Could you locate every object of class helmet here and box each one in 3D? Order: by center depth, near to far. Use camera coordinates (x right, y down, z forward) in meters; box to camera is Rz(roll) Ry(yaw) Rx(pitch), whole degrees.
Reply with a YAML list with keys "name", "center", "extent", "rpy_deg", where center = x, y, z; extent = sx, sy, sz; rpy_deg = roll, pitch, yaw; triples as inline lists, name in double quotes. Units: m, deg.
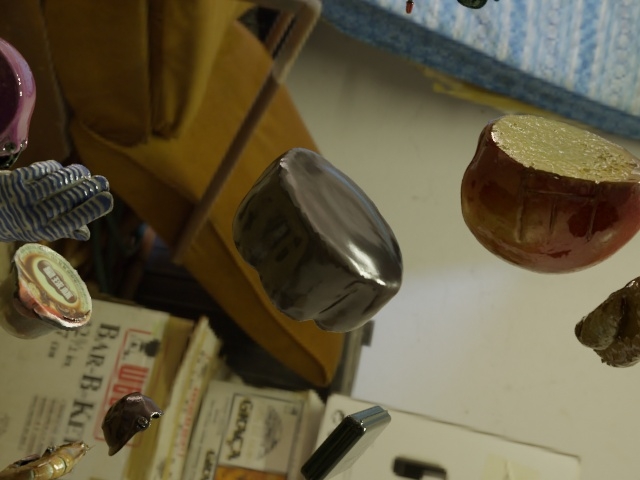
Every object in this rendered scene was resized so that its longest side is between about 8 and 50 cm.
- name: "helmet"
  center: [-0.335, 0.309, 1.537]
  extent: [0.098, 0.070, 0.123]
  rpy_deg: [-38, 178, 35]

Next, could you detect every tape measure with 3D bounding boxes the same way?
- name: "tape measure"
  center: [-0.606, -0.237, 1.511]
  extent: [0.149, 0.231, 0.245]
  rpy_deg: [-103, -171, -79]

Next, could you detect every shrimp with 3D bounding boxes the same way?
- name: "shrimp"
  center: [-0.373, 0.305, 1.200]
  extent: [0.045, 0.095, 0.162]
  rpy_deg: [66, 17, 5]

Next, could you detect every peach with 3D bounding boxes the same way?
- name: "peach"
  center: [0.357, -0.063, 1.336]
  extent: [0.249, 0.274, 0.245]
  rpy_deg: [-57, 146, -30]

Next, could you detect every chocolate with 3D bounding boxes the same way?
- name: "chocolate"
  center: [-0.572, 0.127, 1.767]
  extent: [0.147, 0.221, 0.221]
  rpy_deg: [-39, -179, 12]

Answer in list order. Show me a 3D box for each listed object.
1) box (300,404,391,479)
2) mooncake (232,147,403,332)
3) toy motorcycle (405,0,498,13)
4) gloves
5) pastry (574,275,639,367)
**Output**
- name: "box"
  center: [0.055, 0.398, 1.745]
  extent: [0.160, 0.050, 0.230]
  rpy_deg: [-50, 163, 8]
- name: "mooncake"
  center: [0.000, 0.000, 1.149]
  extent: [0.133, 0.245, 0.245]
  rpy_deg: [-42, -167, 28]
- name: "toy motorcycle"
  center: [0.254, -0.504, 1.620]
  extent: [0.272, 0.123, 0.182]
  rpy_deg: [-25, 134, -38]
- name: "gloves"
  center: [-0.368, -0.041, 1.093]
  extent: [0.119, 0.229, 0.097]
  rpy_deg: [80, 2, -46]
- name: "pastry"
  center: [0.434, 0.086, 1.118]
  extent: [0.100, 0.229, 0.218]
  rpy_deg: [62, -36, 17]
